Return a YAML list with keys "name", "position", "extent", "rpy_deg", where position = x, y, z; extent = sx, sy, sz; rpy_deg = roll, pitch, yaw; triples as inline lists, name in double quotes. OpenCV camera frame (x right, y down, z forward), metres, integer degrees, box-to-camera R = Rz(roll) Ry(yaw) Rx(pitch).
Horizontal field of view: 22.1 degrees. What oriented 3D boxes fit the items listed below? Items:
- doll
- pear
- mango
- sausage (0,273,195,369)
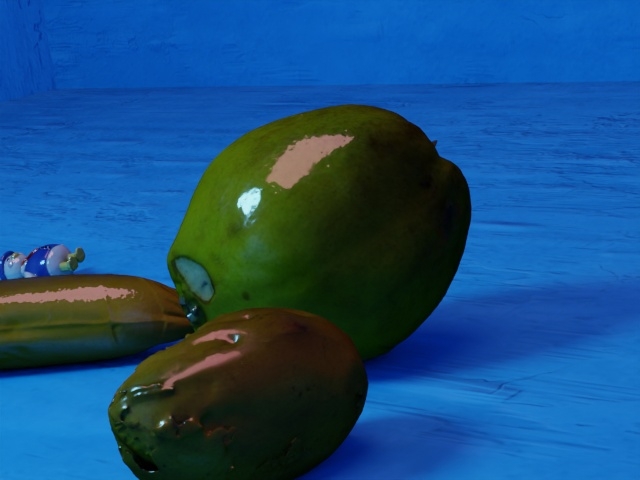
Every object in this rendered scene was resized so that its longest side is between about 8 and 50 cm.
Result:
- name: "doll"
  position: [-0.385, 0.035, 2.222]
  extent: [0.143, 0.057, 0.099]
  rpy_deg: [-7, 27, 29]
- name: "pear"
  position: [0.000, 0.000, 1.683]
  extent: [0.321, 0.269, 0.269]
  rpy_deg: [-36, 18, -6]
- name: "mango"
  position: [-0.068, 0.132, 1.398]
  extent: [0.249, 0.151, 0.156]
  rpy_deg: [-14, 48, -37]
- name: "sausage"
  position: [-0.272, 0.088, 1.827]
  extent: [0.328, 0.112, 0.112]
  rpy_deg: [-4, 13, 6]
